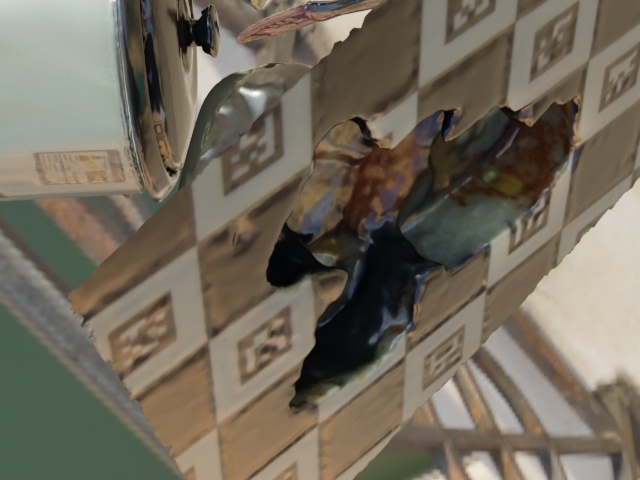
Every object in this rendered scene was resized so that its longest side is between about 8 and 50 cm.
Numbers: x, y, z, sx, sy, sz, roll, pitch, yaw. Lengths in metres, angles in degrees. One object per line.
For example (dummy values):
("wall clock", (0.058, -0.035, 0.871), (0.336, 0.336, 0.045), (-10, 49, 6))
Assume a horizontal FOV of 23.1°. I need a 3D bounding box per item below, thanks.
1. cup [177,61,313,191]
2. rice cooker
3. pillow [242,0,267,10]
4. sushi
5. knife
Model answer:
("cup", (0.000, 0.000, 0.994), (0.169, 0.223, 0.177), (11, 77, 25))
("rice cooker", (-0.187, -0.144, 1.138), (0.227, 0.241, 0.280), (-4, 135, 2))
("pillow", (-0.055, -0.280, 1.218), (0.053, 0.119, 0.208), (26, 165, 25))
("sushi", (0.027, -0.029, 0.753), (0.339, 0.069, 0.320), (-45, 151, -13))
("knife", (0.002, -0.202, 1.381), (0.035, 0.018, 0.247), (8, 167, -43))
